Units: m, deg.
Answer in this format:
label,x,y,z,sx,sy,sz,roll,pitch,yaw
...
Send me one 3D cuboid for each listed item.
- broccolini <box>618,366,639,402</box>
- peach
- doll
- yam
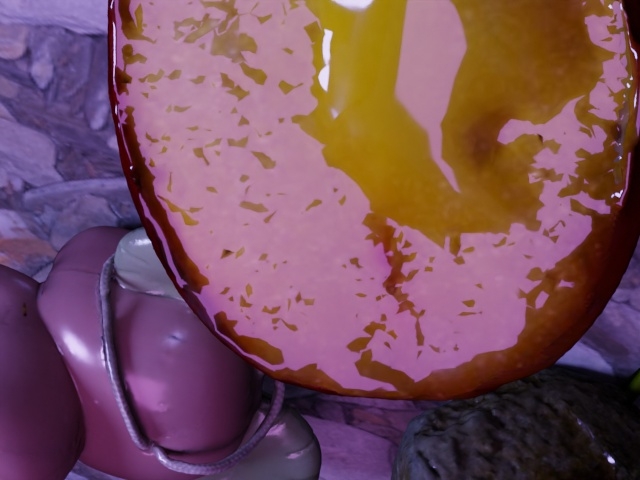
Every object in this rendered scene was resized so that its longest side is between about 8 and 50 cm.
label,x,y,z,sx,sy,sz,roll,pitch,yaw
broccolini,0.246,0.054,0.880,0.044,0.042,0.218,20,143,-2
peach,0.030,-0.082,0.637,0.281,0.281,0.338,7,152,14
doll,-0.126,0.103,0.931,0.269,0.216,0.284,8,134,4
yam,0.132,0.231,0.980,0.195,0.195,0.300,16,137,4
